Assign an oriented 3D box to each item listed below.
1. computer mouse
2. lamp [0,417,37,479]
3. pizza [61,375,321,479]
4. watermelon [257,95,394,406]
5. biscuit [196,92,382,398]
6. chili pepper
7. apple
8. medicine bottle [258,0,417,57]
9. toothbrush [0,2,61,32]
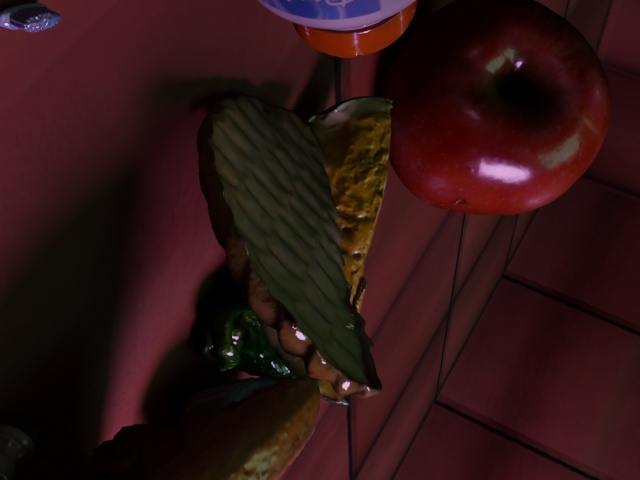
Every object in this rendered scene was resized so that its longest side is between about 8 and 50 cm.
[{"bbox_3d":[-0.091,0.177,0.881,0.126,0.071,0.231,-30,170,14],"label":"computer mouse"},{"bbox_3d":[-0.227,0.172,0.543,0.163,0.091,0.091,-68,171,-56],"label":"lamp"},{"bbox_3d":[-0.144,0.206,0.584,0.268,0.087,0.258,-30,-169,32],"label":"pizza"},{"bbox_3d":[0.000,0.000,0.841,0.123,0.129,0.301,29,69,-65],"label":"watermelon"},{"bbox_3d":[-0.034,-0.017,0.679,0.187,0.036,0.273,40,30,-46],"label":"biscuit"},{"bbox_3d":[-0.063,0.107,0.914,0.257,0.074,0.100,37,68,-65],"label":"chili pepper"},{"bbox_3d":[0.196,-0.148,1.019,0.260,0.260,0.216,-60,-178,-16],"label":"apple"},{"bbox_3d":[0.005,-0.239,0.539,0.157,0.157,0.288,-60,161,-18],"label":"medicine bottle"},{"bbox_3d":[-0.193,-0.088,0.400,0.193,0.019,0.013,-37,147,-52],"label":"toothbrush"}]
